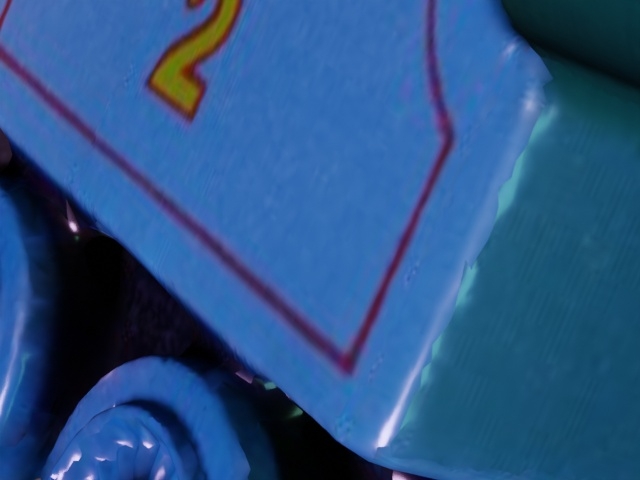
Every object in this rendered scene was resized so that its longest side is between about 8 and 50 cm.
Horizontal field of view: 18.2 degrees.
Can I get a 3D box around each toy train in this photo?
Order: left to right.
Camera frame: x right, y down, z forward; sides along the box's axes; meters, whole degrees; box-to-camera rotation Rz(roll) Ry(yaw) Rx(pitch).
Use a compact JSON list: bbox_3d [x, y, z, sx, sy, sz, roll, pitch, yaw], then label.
[{"bbox_3d":[0.000,0.000,0.586,0.188,0.300,0.265,16,103,-34],"label":"toy train"}]
